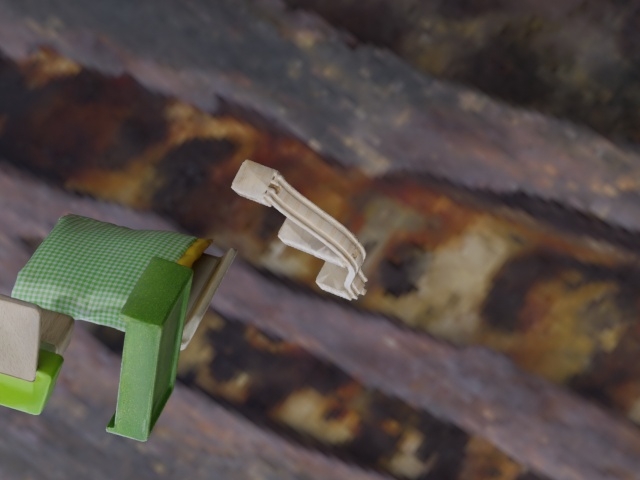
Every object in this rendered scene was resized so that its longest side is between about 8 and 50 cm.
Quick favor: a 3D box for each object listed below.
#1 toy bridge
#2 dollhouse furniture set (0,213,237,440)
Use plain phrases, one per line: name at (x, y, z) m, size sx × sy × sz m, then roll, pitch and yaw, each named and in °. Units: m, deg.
toy bridge at (0.000, 0.000, 1.403) m, size 0.063 × 0.026 × 0.188 m, roll 21°, pitch 164°, yaw 31°
dollhouse furniture set at (-0.208, 0.029, 1.861) m, size 0.197 × 0.301 × 0.151 m, roll 15°, pitch 126°, yaw 7°
